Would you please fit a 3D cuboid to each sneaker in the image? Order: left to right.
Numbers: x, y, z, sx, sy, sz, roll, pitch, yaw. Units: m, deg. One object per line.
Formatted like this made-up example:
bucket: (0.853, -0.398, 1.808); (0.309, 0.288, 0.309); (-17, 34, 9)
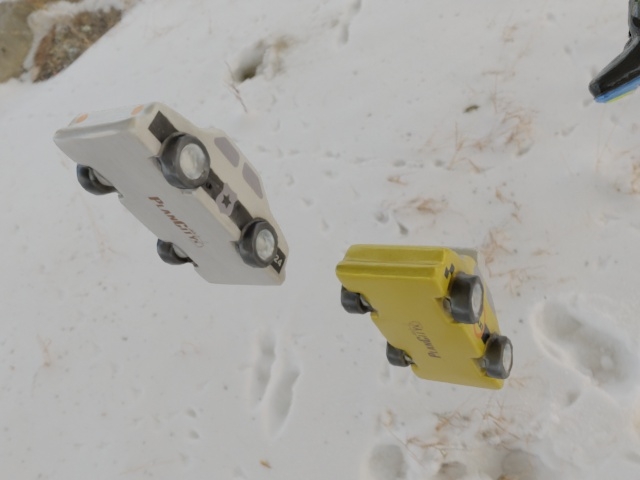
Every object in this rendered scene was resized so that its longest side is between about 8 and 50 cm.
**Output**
sneaker: (0.276, -0.198, 0.520); (0.078, 0.067, 0.188); (32, 107, 8)

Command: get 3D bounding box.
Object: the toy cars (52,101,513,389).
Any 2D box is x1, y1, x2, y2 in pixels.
toy cars: (0.000, 0.000, 0.492); (0.176, 0.394, 0.087); (-46, 20, 59)
